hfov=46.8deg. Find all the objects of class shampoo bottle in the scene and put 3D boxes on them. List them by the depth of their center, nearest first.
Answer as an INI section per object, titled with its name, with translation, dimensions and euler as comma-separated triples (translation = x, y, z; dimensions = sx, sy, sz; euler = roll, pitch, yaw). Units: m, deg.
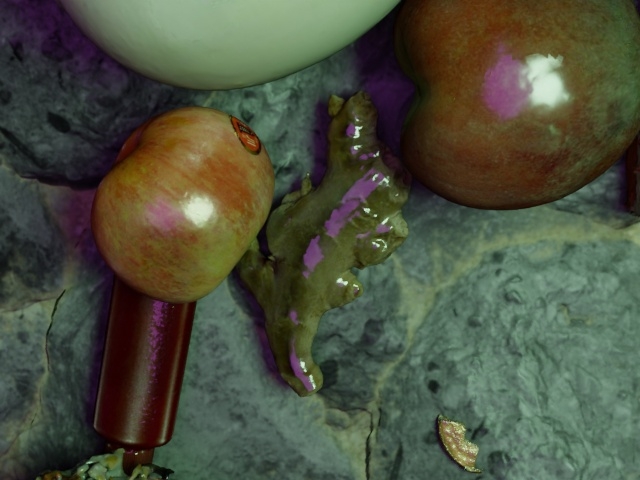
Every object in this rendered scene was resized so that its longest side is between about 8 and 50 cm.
[shampoo bottle]
translation = -0.212, 0.162, 0.876
dimensions = 0.102, 0.064, 0.260
euler = 11, 98, 5

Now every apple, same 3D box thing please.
[apple]
translation = -0.144, -0.043, 0.772
dimensions = 0.164, 0.209, 0.209
euler = 35, 100, -14

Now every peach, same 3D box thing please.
[peach]
translation = 0.189, -0.153, 0.715
dimensions = 0.253, 0.252, 0.252
euler = 1, 97, 6

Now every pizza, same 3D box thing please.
[pizza]
translation = 0.165, 0.241, 0.874
dimensions = 0.037, 0.016, 0.083
euler = -35, 89, 10

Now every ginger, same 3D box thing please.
[ginger]
translation = 0.001, -0.002, 0.831
dimensions = 0.166, 0.080, 0.332
euler = 31, 106, 16

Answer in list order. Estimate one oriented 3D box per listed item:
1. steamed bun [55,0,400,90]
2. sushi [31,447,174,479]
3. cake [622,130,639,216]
[steamed bun]
translation = -0.071, -0.301, 0.672
dimensions = 0.374, 0.334, 0.333
euler = -27, 94, 8
[sushi]
translation = -0.259, 0.436, 0.814
dimensions = 0.418, 0.176, 0.417
euler = 6, 106, 21
[cake]
translation = 0.411, -0.147, 0.729
dimensions = 0.160, 0.158, 0.261
euler = 3, 96, 1
